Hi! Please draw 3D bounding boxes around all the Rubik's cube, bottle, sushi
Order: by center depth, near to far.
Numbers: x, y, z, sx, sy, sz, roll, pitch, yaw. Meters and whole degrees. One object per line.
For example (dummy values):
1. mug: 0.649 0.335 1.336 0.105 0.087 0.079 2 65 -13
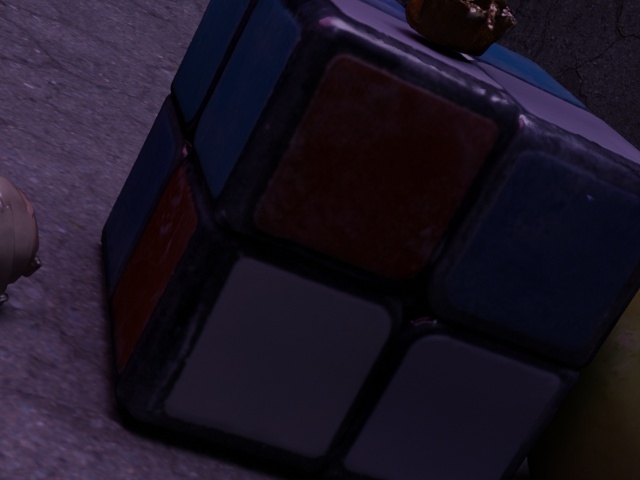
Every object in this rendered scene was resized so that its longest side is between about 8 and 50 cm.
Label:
1. sushi: 0.097 -0.159 0.808 0.061 0.060 0.118 38 20 13
2. bottle: -0.254 -0.003 0.813 0.099 0.099 0.152 40 21 32
3. Rubik's cube: 0.032 -0.019 0.938 0.313 0.316 0.318 22 17 -22

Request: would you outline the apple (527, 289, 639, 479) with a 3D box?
1. apple: 0.316 0.158 0.964 0.319 0.277 0.319 36 16 -12
